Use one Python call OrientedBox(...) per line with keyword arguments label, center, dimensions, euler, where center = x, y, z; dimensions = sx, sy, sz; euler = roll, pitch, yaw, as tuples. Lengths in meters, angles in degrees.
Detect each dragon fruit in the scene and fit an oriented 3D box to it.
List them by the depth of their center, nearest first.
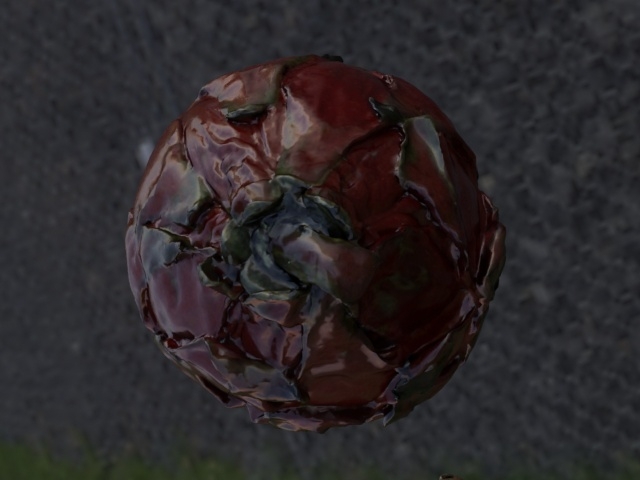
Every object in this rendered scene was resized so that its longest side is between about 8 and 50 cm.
OrientedBox(label="dragon fruit", center=(0.000, 0.000, 1.180), dimensions=(0.299, 0.244, 0.244), euler=(-167, 57, -85))

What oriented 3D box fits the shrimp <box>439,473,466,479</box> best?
OrientedBox(label="shrimp", center=(0.084, 0.174, 0.766), dimensions=(0.152, 0.046, 0.219), euler=(54, -160, -19))
